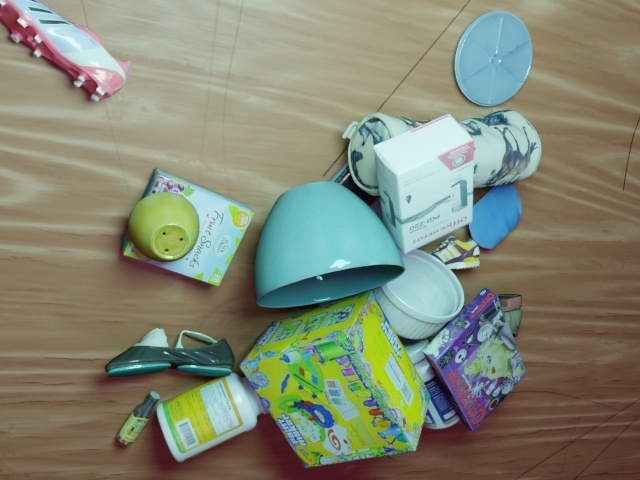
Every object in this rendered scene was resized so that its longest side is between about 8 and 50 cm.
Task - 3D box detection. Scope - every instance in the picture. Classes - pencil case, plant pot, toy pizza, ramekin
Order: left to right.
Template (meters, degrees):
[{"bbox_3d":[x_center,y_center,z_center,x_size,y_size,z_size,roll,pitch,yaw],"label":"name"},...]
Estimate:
[{"bbox_3d":[-0.283,-0.013,1.134,0.134,0.095,0.134,-7,111,-19],"label":"plant pot"},{"bbox_3d":[0.000,0.000,1.198,0.290,0.290,0.195,-7,74,-19],"label":"plant pot"},{"bbox_3d":[0.202,0.122,1.367,0.207,0.207,0.109,8,133,-24],"label":"ramekin"},{"bbox_3d":[0.256,-0.191,1.292,0.410,0.183,0.160,-7,134,-28],"label":"pencil case"},{"bbox_3d":[0.380,-0.401,1.363,0.201,0.032,0.201,-8,112,-19],"label":"toy pizza"}]

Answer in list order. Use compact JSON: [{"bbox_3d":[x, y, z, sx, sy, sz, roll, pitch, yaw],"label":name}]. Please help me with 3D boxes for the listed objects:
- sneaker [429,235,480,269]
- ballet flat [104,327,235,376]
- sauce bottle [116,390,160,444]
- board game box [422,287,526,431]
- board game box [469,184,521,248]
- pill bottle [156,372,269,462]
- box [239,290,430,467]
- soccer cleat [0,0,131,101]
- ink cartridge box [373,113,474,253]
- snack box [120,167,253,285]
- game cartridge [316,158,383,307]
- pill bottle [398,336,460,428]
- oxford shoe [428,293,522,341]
[{"bbox_3d":[0.295,0.031,1.490,0.185,0.069,0.084,-6,90,-15],"label":"sneaker"},{"bbox_3d":[-0.317,0.241,1.308,0.280,0.096,0.095,9,151,-34],"label":"ballet flat"},{"bbox_3d":[-0.400,0.392,1.360,0.042,0.042,0.128,30,98,-29],"label":"sauce bottle"},{"bbox_3d":[0.370,0.287,1.436,0.208,0.056,0.347,-40,132,-9],"label":"board game box"},{"bbox_3d":[0.419,-0.064,1.505,0.169,0.033,0.133,-41,119,-13],"label":"board game box"},{"bbox_3d":[-0.226,0.379,1.371,0.246,0.136,0.136,-22,117,-13],"label":"pill bottle"},{"bbox_3d":[0.036,0.303,1.316,0.279,0.177,0.290,-20,108,29],"label":"box"},{"bbox_3d":[-0.438,-0.345,1.041,0.248,0.083,0.095,41,62,-25],"label":"soccer cleat"},{"bbox_3d":[0.194,-0.099,1.136,0.159,0.092,0.218,-25,141,-9],"label":"ink cartridge box"},{"bbox_3d":[-0.265,-0.024,1.232,0.207,0.070,0.174,21,101,-29],"label":"snack box"},{"bbox_3d":[0.065,-0.023,1.374,0.355,0.068,0.230,-49,124,2],"label":"game cartridge"},{"bbox_3d":[0.261,0.334,1.539,0.153,0.153,0.264,-33,119,-7],"label":"pill bottle"},{"bbox_3d":[0.390,0.219,1.500,0.348,0.123,0.130,-9,92,-38],"label":"oxford shoe"}]
